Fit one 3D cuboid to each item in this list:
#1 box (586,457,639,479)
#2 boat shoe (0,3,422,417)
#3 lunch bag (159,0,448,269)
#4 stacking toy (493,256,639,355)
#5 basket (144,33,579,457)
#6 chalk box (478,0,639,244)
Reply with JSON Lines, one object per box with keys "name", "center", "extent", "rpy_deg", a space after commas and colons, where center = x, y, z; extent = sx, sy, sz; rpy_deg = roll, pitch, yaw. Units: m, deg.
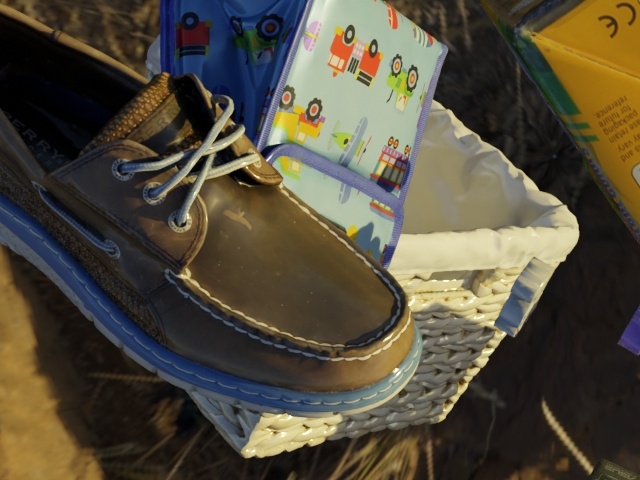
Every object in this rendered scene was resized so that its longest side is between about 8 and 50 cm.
{"name": "box", "center": [0.392, 0.362, 1.856], "extent": [0.232, 0.183, 0.059], "rpy_deg": [24, 120, 16]}
{"name": "boat shoe", "center": [-0.051, -0.013, 0.475], "extent": [0.183, 0.066, 0.066], "rpy_deg": [27, 140, 16]}
{"name": "lunch bag", "center": [-0.030, -0.038, 1.191], "extent": [0.138, 0.221, 0.293], "rpy_deg": [6, 83, 28]}
{"name": "stacking toy", "center": [0.239, 0.037, 1.128], "extent": [0.167, 0.221, 0.052], "rpy_deg": [32, 133, 13]}
{"name": "basket", "center": [0.000, 0.000, 1.545], "extent": [0.331, 0.328, 0.266], "rpy_deg": [44, 119, 32]}
{"name": "chalk box", "center": [0.197, -0.093, 0.773], "extent": [0.180, 0.289, 0.179], "rpy_deg": [-33, 101, 10]}
